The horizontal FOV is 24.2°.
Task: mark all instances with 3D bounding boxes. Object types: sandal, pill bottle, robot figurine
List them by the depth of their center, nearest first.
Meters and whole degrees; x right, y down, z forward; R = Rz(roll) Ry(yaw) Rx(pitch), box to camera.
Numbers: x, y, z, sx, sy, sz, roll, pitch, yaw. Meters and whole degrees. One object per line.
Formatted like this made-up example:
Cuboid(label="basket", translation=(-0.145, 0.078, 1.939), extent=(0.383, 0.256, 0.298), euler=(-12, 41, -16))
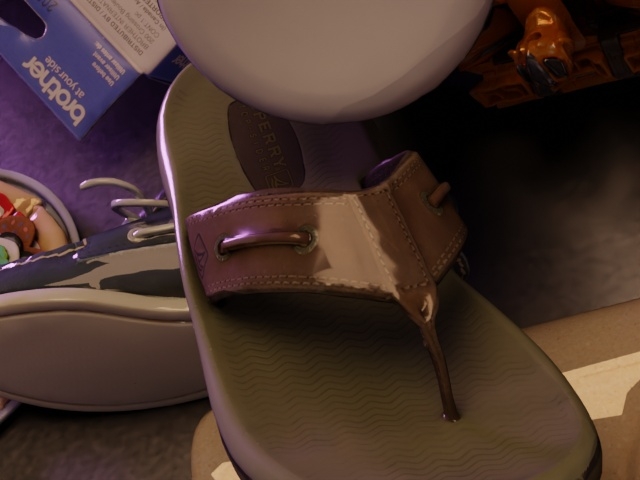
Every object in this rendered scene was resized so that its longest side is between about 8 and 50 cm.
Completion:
Cuboid(label="sandal", translation=(-0.002, 0.000, 0.566), extent=(0.120, 0.086, 0.303), euler=(-18, 44, -13))
Cuboid(label="pill bottle", translation=(0.009, -0.152, 0.641), extent=(0.130, 0.130, 0.245), euler=(-16, 24, 12))
Cuboid(label="robot figurine", translation=(0.137, -0.183, 0.749), extent=(0.211, 0.085, 0.291), euler=(-11, 49, 35))

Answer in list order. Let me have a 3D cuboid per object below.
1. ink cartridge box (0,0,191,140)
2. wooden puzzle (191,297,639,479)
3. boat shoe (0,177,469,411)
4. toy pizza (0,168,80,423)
Cuboid(label="ink cartridge box", translation=(-0.076, -0.223, 0.814), extent=(0.311, 0.065, 0.186), euler=(-46, 78, 9))
Cuboid(label="wooden puzzle", translation=(0.103, 0.154, 0.521), extent=(0.322, 0.080, 0.347), euler=(-16, 50, 12))
Cuboid(label="boat shoe", translation=(-0.059, 0.019, 0.688), extent=(0.255, 0.095, 0.079), euler=(-10, 53, 15))
Cuboid(label="toy pizza", translation=(-0.220, 0.036, 0.786), extent=(0.201, 0.032, 0.201), euler=(-12, 51, 15))
